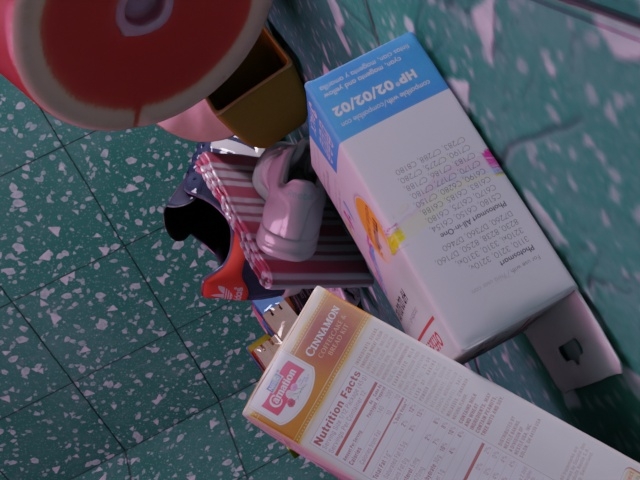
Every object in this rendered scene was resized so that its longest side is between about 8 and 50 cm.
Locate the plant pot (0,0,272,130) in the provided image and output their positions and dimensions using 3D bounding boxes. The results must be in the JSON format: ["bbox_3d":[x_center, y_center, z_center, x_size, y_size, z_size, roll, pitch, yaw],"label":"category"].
[{"bbox_3d":[-0.176,-0.228,0.564,0.243,0.275,0.275,50,169,27],"label":"plant pot"}]

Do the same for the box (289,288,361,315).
[{"bbox_3d":[-0.013,0.053,1.121,0.180,0.078,0.147,58,172,37],"label":"box"}]

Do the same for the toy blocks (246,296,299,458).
[{"bbox_3d":[-0.040,0.243,1.431,0.261,0.191,0.381,48,167,33],"label":"toy blocks"}]

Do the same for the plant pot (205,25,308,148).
[{"bbox_3d":[-0.057,-0.133,0.719,0.081,0.082,0.083,58,-178,39],"label":"plant pot"}]

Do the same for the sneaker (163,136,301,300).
[{"bbox_3d":[-0.131,-0.082,0.972,0.131,0.148,0.350,106,148,-55],"label":"sneaker"}]

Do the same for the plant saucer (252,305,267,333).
[{"bbox_3d":[-0.066,0.234,1.971,0.332,0.084,0.332,52,180,0],"label":"plant saucer"}]

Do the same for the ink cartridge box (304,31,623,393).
[{"bbox_3d":[0.061,0.004,0.389,0.181,0.062,0.104,61,174,16],"label":"ink cartridge box"}]

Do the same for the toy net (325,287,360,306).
[{"bbox_3d":[0.000,0.000,0.991,0.232,0.045,0.122,56,151,31],"label":"toy net"}]

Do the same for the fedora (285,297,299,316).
[{"bbox_3d":[-0.061,0.055,1.513,0.194,0.079,0.194,63,175,10],"label":"fedora"}]

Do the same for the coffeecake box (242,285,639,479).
[{"bbox_3d":[0.064,0.109,0.382,0.186,0.068,0.142,29,166,11],"label":"coffeecake box"}]

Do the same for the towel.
[{"bbox_3d":[-0.039,-0.020,0.837,0.029,0.144,0.197,-55,51,33],"label":"towel"}]

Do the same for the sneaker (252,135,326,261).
[{"bbox_3d":[-0.021,-0.068,0.778,0.212,0.080,0.094,-100,22,-61],"label":"sneaker"}]

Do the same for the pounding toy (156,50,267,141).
[{"bbox_3d":[-0.141,-0.219,0.829,0.237,0.110,0.182,27,130,10],"label":"pounding toy"}]
